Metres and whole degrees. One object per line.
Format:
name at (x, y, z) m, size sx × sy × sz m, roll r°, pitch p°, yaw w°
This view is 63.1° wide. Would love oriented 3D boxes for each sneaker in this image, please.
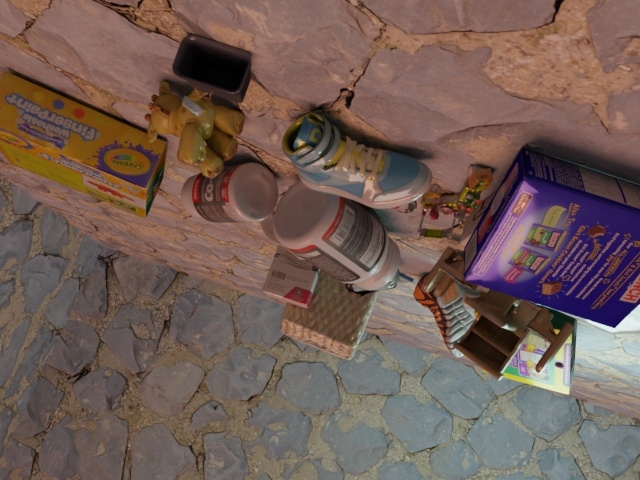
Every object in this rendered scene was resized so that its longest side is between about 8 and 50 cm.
sneaker at (0.058, -0.168, 1.071) m, size 0.319 × 0.127 × 0.208 m, roll 9°, pitch 162°, yaw 28°
sneaker at (-0.112, -0.023, 1.802) m, size 0.217 × 0.079 × 0.121 m, roll 42°, pitch -163°, yaw 0°
sneaker at (0.439, 0.254, 1.860) m, size 0.180 × 0.125 × 0.321 m, roll 26°, pitch 137°, yaw 62°

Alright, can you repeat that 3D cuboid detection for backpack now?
backpack at (0.181, 0.115, 1.807) m, size 0.182 × 0.151 × 0.115 m, roll 0°, pitch 167°, yaw 20°

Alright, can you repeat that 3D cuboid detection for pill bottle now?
pill bottle at (0.057, -0.006, 1.434) m, size 0.210 × 0.210 × 0.363 m, roll 4°, pitch 157°, yaw 42°
pill bottle at (-0.267, -0.131, 1.479) m, size 0.283 × 0.161 × 0.161 m, roll 1°, pitch 156°, yaw 45°

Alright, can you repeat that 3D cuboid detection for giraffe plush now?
giraffe plush at (-0.297, -0.256, 1.141) m, size 0.171 × 0.181 × 0.210 m, roll 19°, pitch 157°, yaw 29°

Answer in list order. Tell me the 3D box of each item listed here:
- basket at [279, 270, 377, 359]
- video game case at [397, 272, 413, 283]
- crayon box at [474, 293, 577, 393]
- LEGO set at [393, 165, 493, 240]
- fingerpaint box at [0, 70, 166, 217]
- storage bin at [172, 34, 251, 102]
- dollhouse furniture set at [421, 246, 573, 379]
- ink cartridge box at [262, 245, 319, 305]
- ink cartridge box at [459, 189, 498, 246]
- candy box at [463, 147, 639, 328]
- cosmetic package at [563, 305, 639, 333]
basket at (0.038, 0.257, 2.063) m, size 0.328 × 0.331 × 0.266 m, roll 22°, pitch 163°, yaw 7°
video game case at (0.263, 0.138, 2.002) m, size 0.119 × 0.015 × 0.166 m, roll 25°, pitch 163°, yaw -19°
crayon box at (0.727, 0.366, 1.848) m, size 0.313 × 0.106 × 0.363 m, roll 10°, pitch 138°, yaw 32°
LEGO set at (0.284, -0.070, 1.161) m, size 0.132 × 0.107 × 0.287 m, roll 28°, pitch 162°, yaw -26°
fingerpaint box at (-0.700, -0.260, 1.546) m, size 0.445 × 0.163 × 0.371 m, roll 23°, pitch 164°, yaw -13°
storage bin at (-0.196, -0.307, 0.981) m, size 0.135 × 0.098 × 0.091 m, roll 18°, pitch 174°, yaw 4°
dollhouse furniture set at (0.485, 0.247, 1.487) m, size 0.362 × 0.256 × 0.394 m, roll 36°, pitch -173°, yaw 29°
ink cartridge box at (-0.091, 0.108, 1.915) m, size 0.172 × 0.237 × 0.100 m, roll 17°, pitch 166°, yaw 7°
ink cartridge box at (0.425, -0.030, 1.168) m, size 0.148 × 0.085 × 0.203 m, roll 19°, pitch 162°, yaw -1°
candy box at (0.472, 0.004, 0.984) m, size 0.317 × 0.122 × 0.268 m, roll 19°, pitch 132°, yaw 2°
cosmetic package at (0.777, 0.143, 1.318) m, size 0.284 × 0.097 × 0.377 m, roll 25°, pitch 163°, yaw -9°
